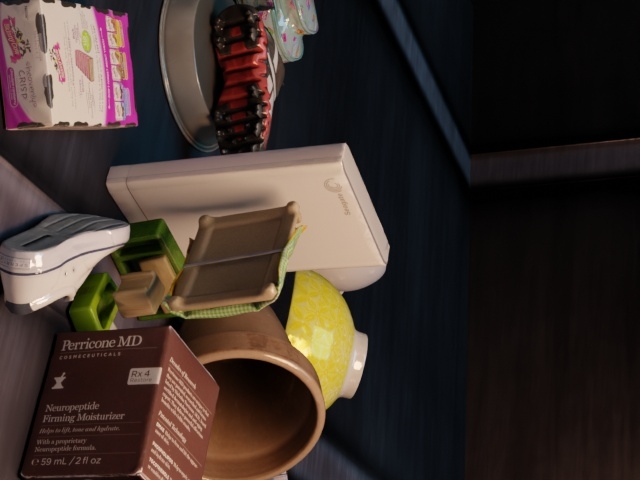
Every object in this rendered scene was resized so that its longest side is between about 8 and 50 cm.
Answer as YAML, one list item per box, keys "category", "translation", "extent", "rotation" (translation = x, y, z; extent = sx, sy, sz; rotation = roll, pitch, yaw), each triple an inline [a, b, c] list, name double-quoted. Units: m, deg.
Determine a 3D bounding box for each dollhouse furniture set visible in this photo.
- category: "dollhouse furniture set"
  translation: [-0.155, 0.076, 1.685]
  extent: [0.198, 0.301, 0.151]
  rotation: [-75, 151, -50]

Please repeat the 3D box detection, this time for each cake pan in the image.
- category: "cake pan"
  translation: [-0.183, -0.296, 2.082]
  extent: [0.293, 0.054, 0.293]
  rotation: [-5, 90, -71]

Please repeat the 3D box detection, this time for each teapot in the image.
- category: "teapot"
  translation: [0.000, 0.000, 2.371]
  extent: [0.252, 0.187, 0.256]
  rotation: [176, -109, -82]

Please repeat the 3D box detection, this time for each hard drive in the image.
- category: "hard drive"
  translation: [-0.101, -0.034, 1.791]
  extent: [0.233, 0.353, 0.047]
  rotation: [64, 28, -47]

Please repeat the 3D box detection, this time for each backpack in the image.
- category: "backpack"
  translation: [-0.083, -0.413, 2.273]
  extent: [0.166, 0.144, 0.189]
  rotation: [-28, 115, -76]

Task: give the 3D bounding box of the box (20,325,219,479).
- category: "box"
  translation: [-0.248, 0.239, 1.580]
  extent: [0.167, 0.168, 0.203]
  rotation: [60, 31, -51]

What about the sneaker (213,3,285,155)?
- category: "sneaker"
  translation: [-0.111, -0.240, 2.038]
  extent: [0.135, 0.097, 0.276]
  rotation: [26, 60, -66]

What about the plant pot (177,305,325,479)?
- category: "plant pot"
  translation: [-0.132, 0.196, 1.872]
  extent: [0.229, 0.263, 0.263]
  rotation: [-99, 172, -54]

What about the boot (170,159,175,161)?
- category: "boot"
  translation: [-0.225, -0.065, 1.934]
  extent: [0.118, 0.042, 0.087]
  rotation: [57, 40, -53]

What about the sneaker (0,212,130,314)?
- category: "sneaker"
  translation: [-0.325, 0.026, 1.561]
  extent: [0.258, 0.094, 0.091]
  rotation: [-27, 130, -65]

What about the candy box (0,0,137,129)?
- category: "candy box"
  translation: [-0.325, -0.223, 1.614]
  extent: [0.233, 0.071, 0.159]
  rotation: [-14, 99, -72]

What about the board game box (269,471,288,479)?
- category: "board game box"
  translation: [-0.085, 0.414, 2.111]
  extent: [0.194, 0.060, 0.194]
  rotation: [179, -101, -84]

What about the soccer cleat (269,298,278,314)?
- category: "soccer cleat"
  translation: [-0.118, 0.098, 2.135]
  extent: [0.116, 0.108, 0.318]
  rotation: [92, 4, -56]

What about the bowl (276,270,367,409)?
- category: "bowl"
  translation: [-0.010, 0.197, 2.124]
  extent: [0.289, 0.156, 0.290]
  rotation: [-164, -90, -83]
